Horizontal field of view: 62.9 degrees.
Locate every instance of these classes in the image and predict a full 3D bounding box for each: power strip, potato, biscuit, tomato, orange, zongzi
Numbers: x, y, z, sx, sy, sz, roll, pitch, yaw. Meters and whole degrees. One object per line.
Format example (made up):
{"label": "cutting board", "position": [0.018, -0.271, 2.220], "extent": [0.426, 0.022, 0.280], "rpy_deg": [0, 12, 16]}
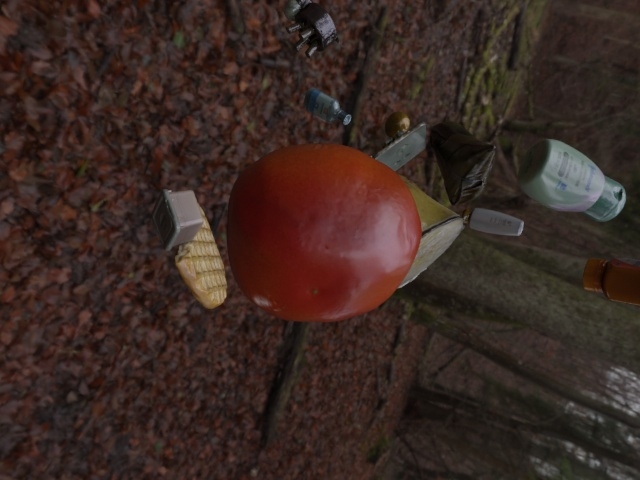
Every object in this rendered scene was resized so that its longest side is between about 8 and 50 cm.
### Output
{"label": "power strip", "position": [0.240, -0.295, 1.662], "extent": [0.198, 0.065, 0.213], "rpy_deg": [-34, 162, 3]}
{"label": "potato", "position": [0.139, -0.062, 1.237], "extent": [0.290, 0.296, 0.397], "rpy_deg": [-45, 162, 24]}
{"label": "biscuit", "position": [-0.259, 0.041, 1.175], "extent": [0.309, 0.040, 0.205], "rpy_deg": [-107, 178, -61]}
{"label": "tomato", "position": [-0.001, 0.003, 0.675], "extent": [0.180, 0.259, 0.260], "rpy_deg": [-78, 177, -50]}
{"label": "orange", "position": [0.265, -0.400, 1.818], "extent": [0.095, 0.085, 0.085], "rpy_deg": [-42, 168, 9]}
{"label": "zongzi", "position": [0.439, -0.293, 1.579], "extent": [0.300, 0.138, 0.286], "rpy_deg": [92, -14, -66]}

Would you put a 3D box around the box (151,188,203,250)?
{"label": "box", "position": [-0.274, -0.042, 1.003], "extent": [0.062, 0.089, 0.122], "rpy_deg": [-16, 167, -32]}

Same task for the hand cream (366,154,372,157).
{"label": "hand cream", "position": [0.205, -0.205, 2.039], "extent": [0.088, 0.055, 0.256], "rpy_deg": [-96, 172, -70]}

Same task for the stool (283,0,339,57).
{"label": "stool", "position": [-0.041, -0.624, 1.505], "extent": [0.121, 0.217, 0.125], "rpy_deg": [-39, 172, -8]}

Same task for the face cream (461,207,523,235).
{"label": "face cream", "position": [0.526, -0.057, 1.608], "extent": [0.051, 0.182, 0.072], "rpy_deg": [35, 73, -57]}

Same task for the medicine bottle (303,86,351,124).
{"label": "medicine bottle", "position": [0.025, -0.500, 1.975], "extent": [0.053, 0.208, 0.090], "rpy_deg": [-21, 138, -47]}

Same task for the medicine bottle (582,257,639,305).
{"label": "medicine bottle", "position": [0.909, 0.117, 1.545], "extent": [0.149, 0.222, 0.112], "rpy_deg": [-13, 107, -46]}

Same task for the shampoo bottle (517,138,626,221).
{"label": "shampoo bottle", "position": [0.835, -0.181, 1.719], "extent": [0.222, 0.349, 0.151], "rpy_deg": [-68, -170, -19]}
